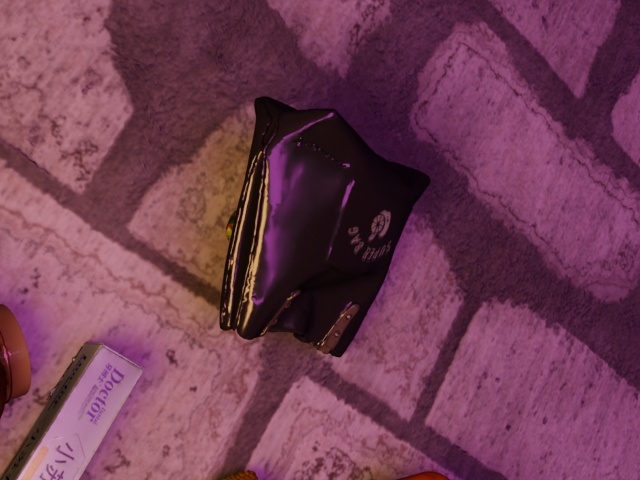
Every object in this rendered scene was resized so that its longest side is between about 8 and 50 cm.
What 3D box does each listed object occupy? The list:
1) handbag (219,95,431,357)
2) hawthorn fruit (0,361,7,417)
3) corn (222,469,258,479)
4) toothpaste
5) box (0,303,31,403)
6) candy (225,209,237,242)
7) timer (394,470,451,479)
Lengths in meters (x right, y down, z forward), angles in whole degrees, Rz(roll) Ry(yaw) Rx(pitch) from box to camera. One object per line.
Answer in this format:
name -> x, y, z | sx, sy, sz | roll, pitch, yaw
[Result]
handbag -> 0.000, 0.000, 1.029 | 0.342, 0.152, 0.288 | 21, 86, -57
hawthorn fruit -> -0.425, 0.142, 0.725 | 0.258, 0.261, 0.258 | 15, 90, -75
corn -> -0.152, 0.349, 0.992 | 0.207, 0.068, 0.068 | -28, 102, -31
toothpaste -> -0.305, 0.260, 0.887 | 0.071, 0.089, 0.313 | 37, 69, -20
box -> -0.342, 0.120, 0.861 | 0.037, 0.105, 0.106 | -15, 95, -38
candy -> -0.062, 0.039, 1.087 | 0.194, 0.062, 0.058 | 60, 15, -25
timer -> 0.170, 0.471, 1.101 | 0.250, 0.161, 0.257 | 41, 29, -37
